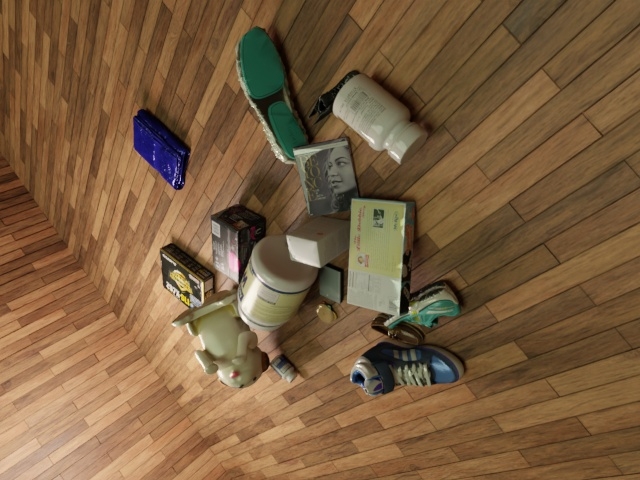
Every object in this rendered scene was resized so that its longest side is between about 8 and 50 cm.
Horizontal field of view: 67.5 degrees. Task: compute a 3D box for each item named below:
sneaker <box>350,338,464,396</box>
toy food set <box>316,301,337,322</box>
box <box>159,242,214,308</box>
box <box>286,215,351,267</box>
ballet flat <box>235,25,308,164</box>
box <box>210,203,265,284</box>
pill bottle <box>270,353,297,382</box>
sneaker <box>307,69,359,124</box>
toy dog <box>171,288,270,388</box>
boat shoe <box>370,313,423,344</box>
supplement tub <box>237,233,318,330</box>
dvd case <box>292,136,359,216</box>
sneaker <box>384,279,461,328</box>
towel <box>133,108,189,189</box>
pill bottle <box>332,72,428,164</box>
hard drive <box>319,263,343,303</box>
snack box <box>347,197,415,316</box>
[{"bbox_3d":[0.248,0.423,1.481,0.323,0.236,0.130,7,118,42],"label":"sneaker"},{"bbox_3d":[0.019,0.266,1.768,0.082,0.020,0.083,54,139,4],"label":"toy food set"},{"bbox_3d":[-0.643,0.197,2.316,0.322,0.079,0.257,32,134,26],"label":"box"},{"bbox_3d":[0.000,0.000,1.512,0.130,0.170,0.091,13,122,39],"label":"box"},{"bbox_3d":[-0.158,-0.419,1.448,0.147,0.147,0.409,-4,111,45],"label":"ballet flat"},{"bbox_3d":[-0.316,0.010,1.843,0.163,0.142,0.247,29,130,30],"label":"box"},{"bbox_3d":[-0.157,0.557,2.076,0.120,0.067,0.067,41,136,18],"label":"pill bottle"},{"bbox_3d":[0.036,-0.388,1.305,0.051,0.089,0.170,53,139,5],"label":"sneaker"},{"bbox_3d":[-0.392,0.434,2.015,0.408,0.284,0.395,66,173,-6],"label":"toy dog"},{"bbox_3d":[0.242,0.296,1.543,0.178,0.060,0.064,20,126,35],"label":"boat shoe"},{"bbox_3d":[-0.163,0.158,1.714,0.235,0.235,0.325,44,136,15],"label":"supplement tub"},{"bbox_3d":[0.021,-0.186,1.434,0.164,0.018,0.221,-8,110,13],"label":"dvd case"},{"bbox_3d":[0.293,0.218,1.422,0.110,0.107,0.275,50,139,-5],"label":"sneaker"},{"bbox_3d":[-0.678,-0.375,2.004,0.308,0.076,0.227,43,135,16],"label":"towel"},{"bbox_3d":[0.153,-0.303,1.214,0.229,0.131,0.131,44,137,15],"label":"pill bottle"},{"bbox_3d":[0.037,0.146,1.676,0.094,0.022,0.135,22,127,34],"label":"hard drive"},{"bbox_3d":[0.172,0.042,1.388,0.187,0.060,0.322,10,102,40],"label":"snack box"}]
